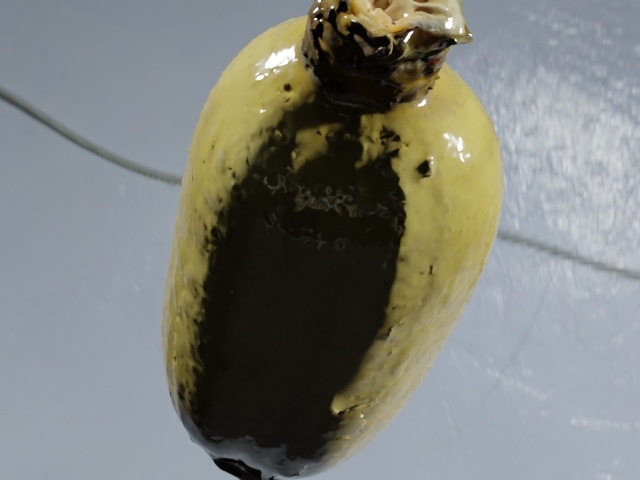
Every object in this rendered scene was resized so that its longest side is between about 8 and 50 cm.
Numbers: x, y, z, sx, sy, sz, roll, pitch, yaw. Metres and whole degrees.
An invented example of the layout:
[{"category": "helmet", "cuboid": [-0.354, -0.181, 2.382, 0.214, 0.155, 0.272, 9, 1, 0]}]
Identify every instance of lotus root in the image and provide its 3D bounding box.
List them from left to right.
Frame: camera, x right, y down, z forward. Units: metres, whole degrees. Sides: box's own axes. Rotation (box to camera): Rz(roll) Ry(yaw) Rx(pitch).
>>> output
[{"category": "lotus root", "cuboid": [0.003, 0.000, 0.792, 0.146, 0.303, 0.131, 20, 39, 2]}]
